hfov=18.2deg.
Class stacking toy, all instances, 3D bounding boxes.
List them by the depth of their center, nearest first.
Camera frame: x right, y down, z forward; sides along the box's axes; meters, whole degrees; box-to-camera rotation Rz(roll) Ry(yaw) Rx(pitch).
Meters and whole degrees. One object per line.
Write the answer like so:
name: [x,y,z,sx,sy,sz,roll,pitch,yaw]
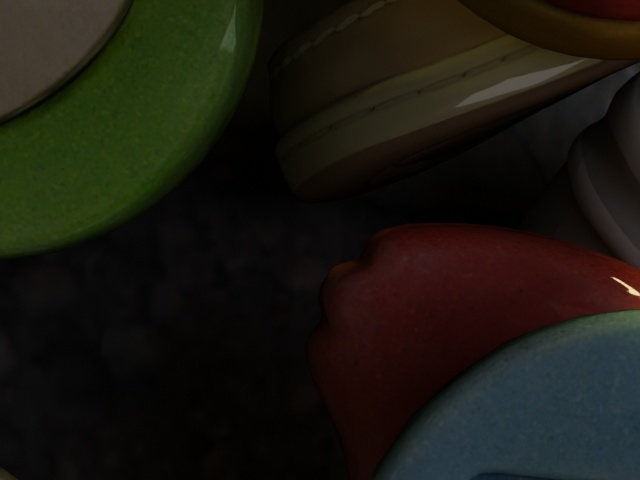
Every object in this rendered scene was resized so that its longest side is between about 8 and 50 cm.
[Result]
stacking toy: [0.000,0.000,0.426,0.279,0.130,0.309,-4,95,-1]

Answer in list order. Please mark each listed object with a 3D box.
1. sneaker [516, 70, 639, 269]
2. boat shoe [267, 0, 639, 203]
sneaker: [0.140,0.018,0.654,0.281,0.115,0.105,16,40,-48]
boat shoe: [0.098,-0.124,0.603,0.341,0.121,0.110,-36,96,-33]
